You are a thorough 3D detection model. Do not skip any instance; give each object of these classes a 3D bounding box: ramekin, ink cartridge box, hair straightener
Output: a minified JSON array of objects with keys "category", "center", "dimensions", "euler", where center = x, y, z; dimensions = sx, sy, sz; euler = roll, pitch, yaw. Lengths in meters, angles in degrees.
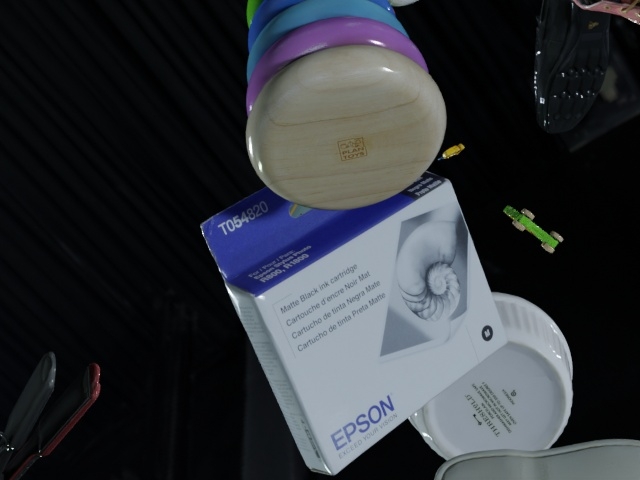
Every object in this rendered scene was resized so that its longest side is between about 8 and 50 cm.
[{"category":"ramekin","center":[0.253,0.221,1.627],"dimensions":[0.273,0.273,0.127],"euler":[-34,-166,9]},{"category":"ink cartridge box","center":[0.038,0.039,0.895],"dimensions":[0.223,0.224,0.045],"euler":[-32,-165,-31]},{"category":"hair straightener","center":[-0.285,0.172,0.946],"dimensions":[0.230,0.089,0.047],"euler":[-44,-142,31]}]

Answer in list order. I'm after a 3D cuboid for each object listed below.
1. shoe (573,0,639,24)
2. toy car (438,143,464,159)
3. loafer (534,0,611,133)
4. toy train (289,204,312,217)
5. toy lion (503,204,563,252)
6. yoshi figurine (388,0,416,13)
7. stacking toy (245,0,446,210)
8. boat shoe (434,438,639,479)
[{"category":"shoe","center":[0.278,-0.202,0.910],"dimensions":[0.178,0.081,0.064],"euler":[-129,-133,-58]},{"category":"toy car","center":[0.156,-0.142,1.596],"dimensions":[0.040,0.060,0.122],"euler":[-24,-174,-24]},{"category":"loafer","center":[0.272,-0.227,1.184],"dimensions":[0.076,0.223,0.078],"euler":[-7,-149,-21]},{"category":"toy train","center":[0.000,0.000,1.493],"dimensions":[0.142,0.190,0.334],"euler":[-46,-169,49]},{"category":"toy lion","center":[0.356,-0.024,1.842],"dimensions":[0.034,0.100,0.096],"euler":[-52,-176,4]},{"category":"yoshi figurine","center":[0.046,-0.459,1.727],"dimensions":[0.203,0.203,0.362],"euler":[-23,-154,14]},{"category":"stacking toy","center":[-0.001,-0.184,0.848],"dimensions":[0.141,0.141,0.330],"euler":[-28,-134,20]},{"category":"boat shoe","center":[0.230,0.240,0.969],"dimensions":[0.254,0.079,0.095],"euler":[-6,-139,8]}]
